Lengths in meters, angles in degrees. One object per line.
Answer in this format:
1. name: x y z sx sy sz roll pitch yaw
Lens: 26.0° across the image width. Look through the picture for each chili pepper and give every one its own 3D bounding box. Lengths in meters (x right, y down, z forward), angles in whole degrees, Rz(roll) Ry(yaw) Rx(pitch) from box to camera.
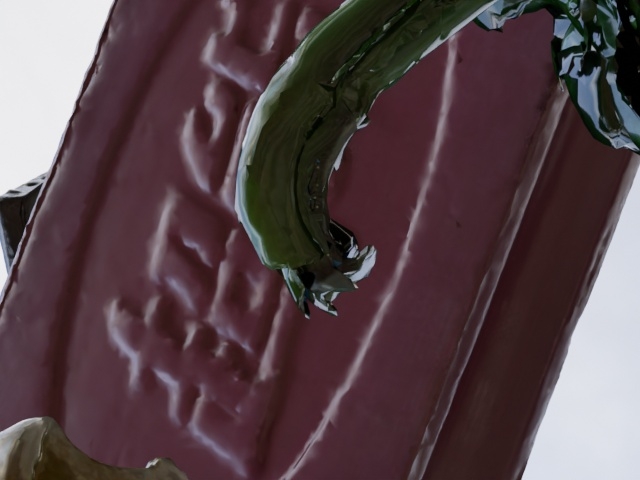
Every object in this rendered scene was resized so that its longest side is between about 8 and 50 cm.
1. chili pepper: 0.078 -0.093 0.346 0.261 0.165 0.174 -38 -103 -15

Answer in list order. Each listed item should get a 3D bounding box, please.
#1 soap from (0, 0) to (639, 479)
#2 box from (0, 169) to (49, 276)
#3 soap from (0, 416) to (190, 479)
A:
1. soap: 0.000 0.000 0.611 0.233 0.360 0.128 20 179 31
2. box: -0.188 0.008 1.015 0.126 0.027 0.125 -42 -50 -60
3. soap: -0.125 0.169 0.411 0.073 0.232 0.140 25 -139 -35
